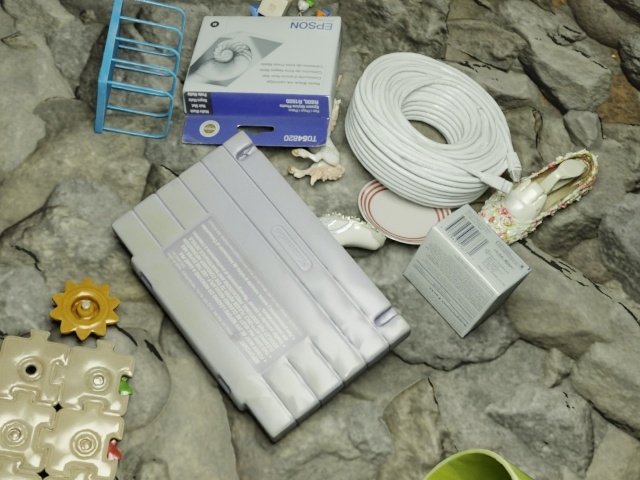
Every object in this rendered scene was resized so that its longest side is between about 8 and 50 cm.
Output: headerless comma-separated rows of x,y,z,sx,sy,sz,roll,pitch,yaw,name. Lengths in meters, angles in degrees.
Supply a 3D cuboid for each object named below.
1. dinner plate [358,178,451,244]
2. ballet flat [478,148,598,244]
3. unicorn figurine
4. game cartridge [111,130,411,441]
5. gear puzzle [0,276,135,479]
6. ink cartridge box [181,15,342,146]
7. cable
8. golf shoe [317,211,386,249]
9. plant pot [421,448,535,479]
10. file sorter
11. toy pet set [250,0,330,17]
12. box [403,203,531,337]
0.122,-0.041,1.286,0.141,0.017,0.141,10,44,-9,dinner plate
0.330,-0.075,1.334,0.241,0.077,0.091,-33,73,-27,ballet flat
-0.008,-0.156,1.317,0.111,0.060,0.162,-10,78,-26,unicorn figurine
-0.083,0.053,1.141,0.230,0.068,0.355,-38,74,-6,game cartridge
-0.314,0.195,1.048,0.175,0.044,0.339,11,58,-12,gear puzzle
-0.087,-0.241,1.312,0.223,0.045,0.224,2,59,8,ink cartridge box
0.163,-0.168,1.326,0.257,0.089,0.257,13,49,-12,cable
0.000,0.000,1.231,0.176,0.069,0.086,14,75,1,golf shoe
0.245,0.410,0.954,0.293,0.275,0.275,28,57,-16,plant pot
-0.258,-0.248,1.270,0.104,0.118,0.170,9,59,-11,file sorter
-0.062,-0.366,1.432,0.122,0.065,0.114,31,24,2,toy pet set
0.195,0.043,1.198,0.072,0.137,0.126,-33,73,-29,box
